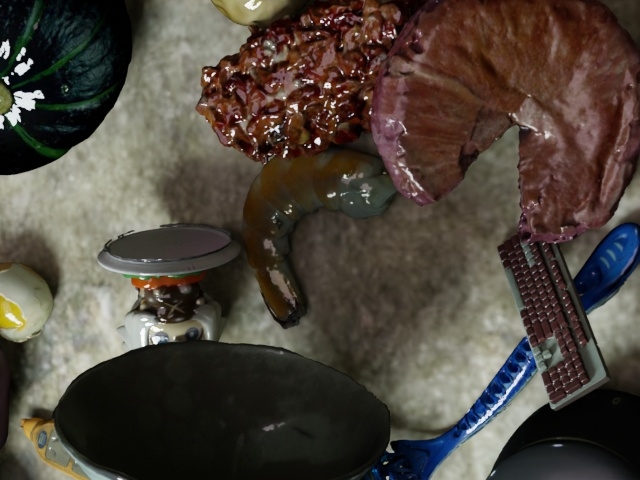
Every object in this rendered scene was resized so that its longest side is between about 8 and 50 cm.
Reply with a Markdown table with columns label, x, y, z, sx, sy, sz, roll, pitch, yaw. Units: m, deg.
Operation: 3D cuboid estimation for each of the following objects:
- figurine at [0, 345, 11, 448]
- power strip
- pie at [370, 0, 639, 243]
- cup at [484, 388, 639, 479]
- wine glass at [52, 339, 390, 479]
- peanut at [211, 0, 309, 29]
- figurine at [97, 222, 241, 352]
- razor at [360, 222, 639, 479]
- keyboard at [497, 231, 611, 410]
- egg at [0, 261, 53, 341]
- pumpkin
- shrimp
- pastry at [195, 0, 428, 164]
| label | x | y | z | sx | sy | sz | roll | pitch | yaw |
| --- | --- | --- | --- | --- | --- | --- | --- | --- | --- |
| figurine | -0.388 | 0.244 | 1.200 | 0.206 | 0.218 | 0.365 | -11 | 91 | -19 |
| power strip | -0.225 | 0.212 | 1.216 | 0.178 | 0.028 | 0.049 | 21 | 103 | 23 |
| pie | 0.149 | -0.101 | 0.960 | 0.218 | 0.054 | 0.204 | 5 | 97 | -3 |
| cup | 0.194 | 0.229 | 0.942 | 0.169 | 0.176 | 0.223 | 32 | 105 | 17 |
| wine glass | -0.082 | 0.314 | 1.021 | 0.267 | 0.267 | 0.406 | 11 | 111 | 24 |
| peanut | -0.080 | -0.294 | 1.062 | 0.110 | 0.120 | 0.236 | -30 | 85 | 40 |
| figurine | -0.132 | 0.072 | 1.126 | 0.132 | 0.132 | 0.154 | 5 | 108 | 25 |
| razor | 0.152 | 0.107 | 1.023 | 0.324 | 0.056 | 0.093 | -45 | 39 | 16 |
| keyboard | 0.180 | 0.052 | 0.971 | 0.055 | 0.017 | 0.166 | -34 | 43 | 23 |
| egg | -0.302 | 0.057 | 1.217 | 0.083 | 0.071 | 0.071 | 43 | 110 | 19 |
| pumpkin | -0.298 | -0.201 | 1.131 | 0.248 | 0.248 | 0.248 | 2 | 94 | 25 |
| shrimp | 0.000 | 0.000 | 1.087 | 0.161 | 0.049 | 0.166 | 4 | 97 | 27 |
| pastry | 0.002 | -0.137 | 1.040 | 0.208 | 0.097 | 0.115 | -24 | 71 | 17 |
